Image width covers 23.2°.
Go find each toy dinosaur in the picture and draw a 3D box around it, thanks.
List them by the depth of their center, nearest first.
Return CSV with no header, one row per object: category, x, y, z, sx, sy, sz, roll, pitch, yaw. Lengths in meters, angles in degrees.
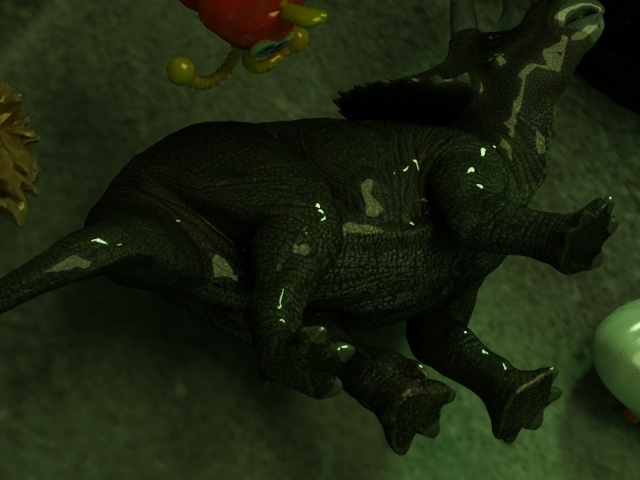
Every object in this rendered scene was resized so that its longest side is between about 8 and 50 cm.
toy dinosaur,0.000,0.000,0.580,0.313,0.121,0.160,-21,41,-30

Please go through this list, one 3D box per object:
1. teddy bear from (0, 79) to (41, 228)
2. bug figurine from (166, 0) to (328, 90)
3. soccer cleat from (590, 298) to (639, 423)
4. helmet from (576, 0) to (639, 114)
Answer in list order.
teddy bear,-0.236,-0.093,0.482,0.338,0.113,0.245,50,44,8
bug figurine,0.002,-0.153,0.617,0.279,0.072,0.216,-17,52,-38
soccer cleat,0.207,0.048,0.687,0.196,0.076,0.068,7,55,-28
helmet,0.203,-0.151,0.772,0.169,0.169,0.161,36,62,-5
